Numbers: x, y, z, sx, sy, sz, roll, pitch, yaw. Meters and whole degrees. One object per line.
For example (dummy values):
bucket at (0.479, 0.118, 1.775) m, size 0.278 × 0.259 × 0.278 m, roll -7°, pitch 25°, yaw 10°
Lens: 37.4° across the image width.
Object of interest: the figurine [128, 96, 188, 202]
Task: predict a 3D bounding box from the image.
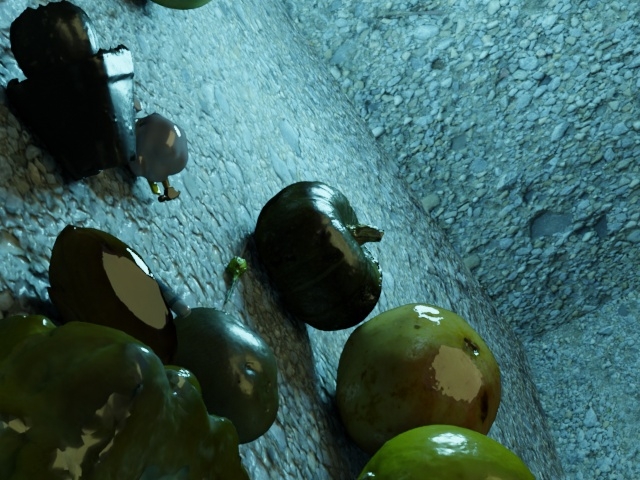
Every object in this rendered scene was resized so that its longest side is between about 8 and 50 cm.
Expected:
figurine at (-0.295, -0.171, 1.549) m, size 0.229 × 0.112 × 0.137 m, roll 42°, pitch 28°, yaw -23°

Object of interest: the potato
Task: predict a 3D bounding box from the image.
potato at (-0.142, 0.184, 1.319) m, size 0.235 × 0.160 × 0.178 m, roll -119°, pitch -163°, yaw -63°

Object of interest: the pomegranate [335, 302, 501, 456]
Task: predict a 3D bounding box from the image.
pomegranate at (0.185, 0.300, 1.842) m, size 0.342 × 0.342 × 0.342 m, roll 52°, pitch 18°, yaw -25°

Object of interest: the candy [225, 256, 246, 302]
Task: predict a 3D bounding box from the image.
candy at (-0.156, 0.074, 1.682) m, size 0.035 × 0.035 × 0.123 m, roll 42°, pitch 31°, yaw -22°

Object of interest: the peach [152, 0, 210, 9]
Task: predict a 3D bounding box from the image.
peach at (-0.316, -0.646, 2.027) m, size 0.292 × 0.247 × 0.292 m, roll 25°, pitch 54°, yaw -40°

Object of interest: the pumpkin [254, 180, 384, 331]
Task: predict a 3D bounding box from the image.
pumpkin at (0.000, 0.000, 1.891) m, size 0.232 × 0.242 × 0.325 m, roll 53°, pitch 12°, yaw -53°

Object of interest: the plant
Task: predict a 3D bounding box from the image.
plant at (-0.353, -0.219, 1.365) m, size 0.142 × 0.164 × 0.256 m, roll -55°, pitch 129°, yaw -68°

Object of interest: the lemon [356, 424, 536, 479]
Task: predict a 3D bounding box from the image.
lemon at (0.207, 0.468, 1.562) m, size 0.348 × 0.348 × 0.348 m, roll 52°, pitch 18°, yaw -25°

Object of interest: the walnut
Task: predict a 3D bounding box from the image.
walnut at (-0.255, 0.089, 1.179) m, size 0.245 × 0.137 × 0.137 m, roll 58°, pitch 16°, yaw -14°

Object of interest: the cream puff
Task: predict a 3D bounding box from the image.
cream puff at (-0.239, 0.232, 0.808) m, size 0.378 × 0.275 × 0.378 m, roll 0°, pitch 90°, yaw -63°

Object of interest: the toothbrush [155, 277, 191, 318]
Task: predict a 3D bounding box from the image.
toothbrush at (-0.224, 0.059, 1.284) m, size 0.025 × 0.019 × 0.275 m, roll 57°, pitch -13°, yaw -23°
